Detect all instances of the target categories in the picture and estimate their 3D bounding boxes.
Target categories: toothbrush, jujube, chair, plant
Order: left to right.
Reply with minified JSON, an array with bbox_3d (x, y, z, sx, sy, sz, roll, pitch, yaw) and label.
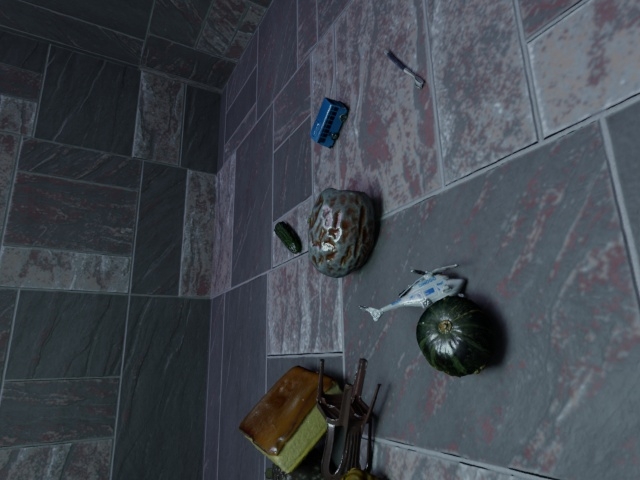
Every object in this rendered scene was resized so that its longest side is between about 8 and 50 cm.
[{"bbox_3d":[-0.074,0.846,1.502,0.312,0.215,0.213,27,107,63],"label":"plant"},{"bbox_3d":[0.061,-0.025,1.465,0.246,0.215,0.308,15,101,57],"label":"jujube"},{"bbox_3d":[0.080,0.565,1.336,0.183,0.175,0.327,-152,70,-68],"label":"chair"},{"bbox_3d":[0.276,-0.579,1.415,0.288,0.024,0.026,-114,28,-42],"label":"toothbrush"}]

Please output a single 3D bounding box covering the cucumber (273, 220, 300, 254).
[{"bbox_3d":[-0.154,-0.015,2.006,0.265,0.077,0.077,43,121,54],"label":"cucumber"}]

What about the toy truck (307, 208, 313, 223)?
[{"bbox_3d":[0.015,-0.094,1.714,0.169,0.077,0.100,21,88,64],"label":"toy truck"}]

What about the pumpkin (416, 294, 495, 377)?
[{"bbox_3d":[0.321,0.228,1.006,0.190,0.146,0.190,-35,30,24],"label":"pumpkin"}]

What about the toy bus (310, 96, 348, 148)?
[{"bbox_3d":[0.031,-0.485,1.747,0.185,0.106,0.090,-64,36,29],"label":"toy bus"}]

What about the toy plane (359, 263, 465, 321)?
[{"bbox_3d":[0.242,0.152,1.110,0.182,0.272,0.107,76,174,-62],"label":"toy plane"}]

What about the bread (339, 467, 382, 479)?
[{"bbox_3d":[0.118,0.787,1.220,0.096,0.181,0.223,-34,-38,-69],"label":"bread"}]

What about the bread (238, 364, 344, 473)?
[{"bbox_3d":[-0.099,0.616,1.509,0.143,0.333,0.323,54,150,-13],"label":"bread"}]
